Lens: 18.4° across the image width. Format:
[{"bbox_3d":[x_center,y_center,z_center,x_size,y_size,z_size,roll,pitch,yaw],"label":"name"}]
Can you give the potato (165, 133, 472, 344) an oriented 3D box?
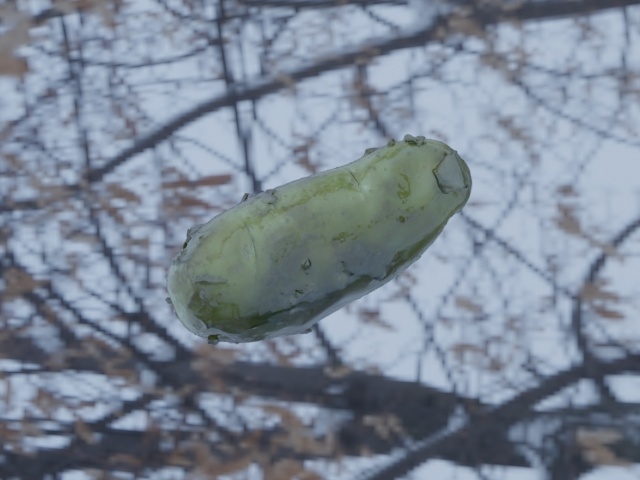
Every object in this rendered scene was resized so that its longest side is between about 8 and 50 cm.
[{"bbox_3d":[0.000,0.000,1.337,0.117,0.225,0.090,68,177,-63],"label":"potato"}]
